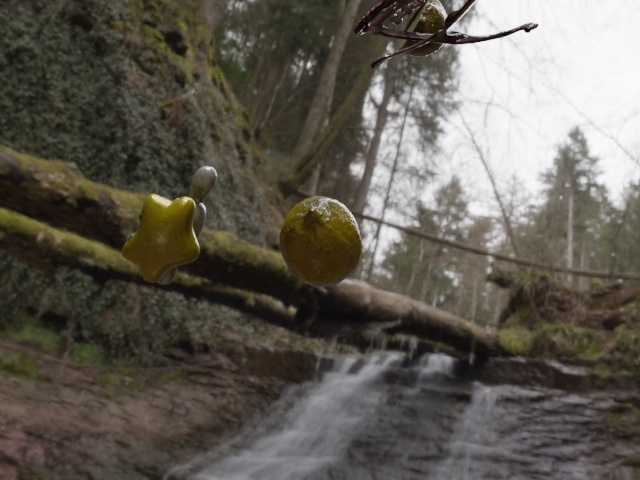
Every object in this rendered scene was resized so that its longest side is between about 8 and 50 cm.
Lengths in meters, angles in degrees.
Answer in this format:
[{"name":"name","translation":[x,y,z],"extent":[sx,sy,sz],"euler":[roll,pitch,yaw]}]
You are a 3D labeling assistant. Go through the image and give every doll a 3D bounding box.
[{"name":"doll","translation":[-0.144,-0.016,0.815],"extent":[0.071,0.135,0.113],"euler":[28,-7,3]}]

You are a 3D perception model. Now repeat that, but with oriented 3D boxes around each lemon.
[{"name":"lemon","translation":[0.000,0.000,0.771],"extent":[0.082,0.082,0.111],"euler":[10,-35,9]}]

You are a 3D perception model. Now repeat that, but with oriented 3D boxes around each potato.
[{"name":"potato","translation":[0.175,-0.337,1.297],"extent":[0.066,0.103,0.096],"euler":[28,-45,-6]}]

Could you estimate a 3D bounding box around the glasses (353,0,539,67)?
[{"name":"glasses","translation":[0.146,-0.238,0.746],"extent":[0.255,0.162,0.095],"euler":[-19,-70,47]}]
